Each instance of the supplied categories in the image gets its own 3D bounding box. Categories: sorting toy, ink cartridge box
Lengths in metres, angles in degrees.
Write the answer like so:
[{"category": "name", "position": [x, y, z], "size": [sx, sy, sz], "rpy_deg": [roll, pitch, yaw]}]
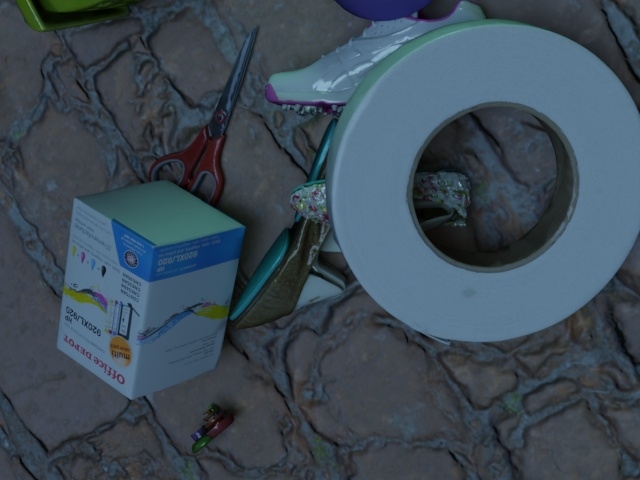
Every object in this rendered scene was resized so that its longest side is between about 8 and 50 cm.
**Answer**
[{"category": "sorting toy", "position": [-0.162, 0.268, 1.750], "size": [0.042, 0.061, 0.102], "rpy_deg": [50, 133, 4]}, {"category": "ink cartridge box", "position": [-0.235, 0.064, 1.634], "size": [0.171, 0.168, 0.233], "rpy_deg": [29, 119, 34]}]

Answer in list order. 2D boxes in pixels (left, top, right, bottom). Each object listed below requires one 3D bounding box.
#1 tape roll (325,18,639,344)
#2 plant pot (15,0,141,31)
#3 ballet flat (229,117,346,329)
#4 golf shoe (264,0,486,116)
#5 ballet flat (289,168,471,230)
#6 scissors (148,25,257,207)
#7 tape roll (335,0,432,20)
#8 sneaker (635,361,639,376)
[{"category": "tape roll", "position": [0.199, -0.067, 1.434], "size": [0.392, 0.072, 0.392], "rpy_deg": [-2, 107, -7]}, {"category": "plant pot", "position": [-0.297, -0.400, 1.554], "size": [0.207, 0.227, 0.228], "rpy_deg": [-25, 94, 31]}, {"category": "ballet flat", "position": [0.000, 0.000, 1.609], "size": [0.124, 0.116, 0.342], "rpy_deg": [26, 108, -8]}, {"category": "golf shoe", "position": [0.076, -0.229, 1.521], "size": [0.306, 0.115, 0.140], "rpy_deg": [-3, 92, 15]}, {"category": "ballet flat", "position": [0.083, -0.043, 1.503], "size": [0.241, 0.091, 0.077], "rpy_deg": [-7, 66, -15]}, {"category": "scissors", "position": [-0.136, -0.150, 1.662], "size": [0.109, 0.021, 0.297], "rpy_deg": [43, 113, 9]}, {"category": "tape roll", "position": [0.073, -0.369, 1.454], "size": [0.189, 0.080, 0.189], "rpy_deg": [-5, 77, 24]}, {"category": "sneaker", "position": [0.466, 0.077, 1.444], "size": [0.108, 0.100, 0.271], "rpy_deg": [33, 109, 33]}]
